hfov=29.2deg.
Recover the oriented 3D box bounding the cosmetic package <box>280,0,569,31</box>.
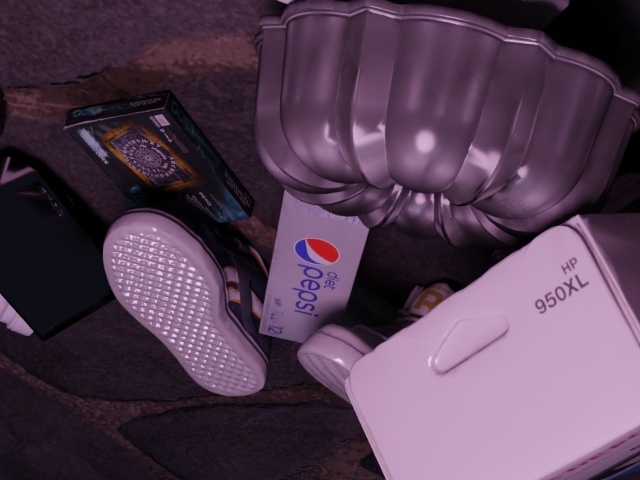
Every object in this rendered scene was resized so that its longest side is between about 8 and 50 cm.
[{"bbox_3d":[0.064,-0.217,0.940,0.231,0.086,0.117,19,147,-21],"label":"cosmetic package"}]

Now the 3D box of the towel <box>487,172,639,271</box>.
[{"bbox_3d":[0.207,0.051,1.242,0.034,0.209,0.285,50,150,19],"label":"towel"}]

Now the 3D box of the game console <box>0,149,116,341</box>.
[{"bbox_3d":[-0.415,0.060,1.388,0.361,0.044,0.213,-31,117,9],"label":"game console"}]

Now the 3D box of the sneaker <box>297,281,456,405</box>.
[{"bbox_3d":[0.081,0.106,1.351,0.108,0.169,0.292,24,169,28],"label":"sneaker"}]

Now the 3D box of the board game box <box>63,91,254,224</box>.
[{"bbox_3d":[-0.166,-0.078,1.286,0.126,0.026,0.186,-7,142,25],"label":"board game box"}]

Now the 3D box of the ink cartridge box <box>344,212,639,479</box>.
[{"bbox_3d":[0.262,0.111,1.105,0.395,0.166,0.285,-2,150,-47],"label":"ink cartridge box"}]

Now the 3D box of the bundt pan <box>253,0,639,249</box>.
[{"bbox_3d":[0.089,-0.077,1.011,0.330,0.124,0.331,14,171,2],"label":"bundt pan"}]

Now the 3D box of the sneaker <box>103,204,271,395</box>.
[{"bbox_3d":[-0.141,0.041,1.361,0.126,0.127,0.321,-4,143,17],"label":"sneaker"}]

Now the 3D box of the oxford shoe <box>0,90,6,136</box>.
[{"bbox_3d":[-0.385,-0.172,1.169,0.096,0.083,0.227,8,145,13],"label":"oxford shoe"}]

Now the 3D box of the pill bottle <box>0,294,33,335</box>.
[{"bbox_3d":[-0.416,0.044,1.466,0.180,0.108,0.108,25,144,-18],"label":"pill bottle"}]

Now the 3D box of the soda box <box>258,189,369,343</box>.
[{"bbox_3d":[0.000,0.000,1.285,0.091,0.098,0.286,14,146,0],"label":"soda box"}]
